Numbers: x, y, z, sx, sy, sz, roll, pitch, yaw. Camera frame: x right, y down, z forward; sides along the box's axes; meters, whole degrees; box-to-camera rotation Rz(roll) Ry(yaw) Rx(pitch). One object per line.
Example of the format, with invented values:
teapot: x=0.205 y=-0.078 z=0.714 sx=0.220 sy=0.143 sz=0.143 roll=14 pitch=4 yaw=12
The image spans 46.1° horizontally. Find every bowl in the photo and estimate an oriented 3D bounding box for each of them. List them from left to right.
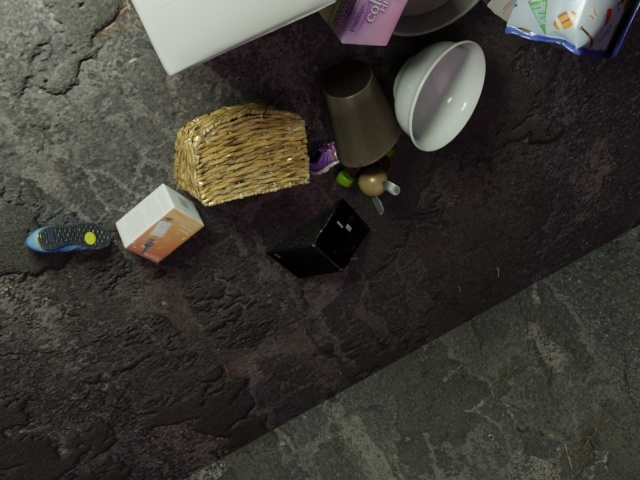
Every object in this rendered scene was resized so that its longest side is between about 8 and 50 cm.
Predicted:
bowl: x=0.283 y=-0.389 z=1.934 sx=0.298 sy=0.134 sz=0.298 roll=-32 pitch=140 yaw=-32

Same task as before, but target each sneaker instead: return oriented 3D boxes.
sneaker: x=-0.624 y=-0.004 z=1.860 sx=0.082 sy=0.069 sz=0.209 roll=-14 pitch=173 yaw=42
sneaker: x=0.031 y=-0.243 z=2.037 sx=0.170 sy=0.068 sz=0.071 roll=-36 pitch=141 yaw=10

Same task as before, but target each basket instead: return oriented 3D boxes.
basket: x=-0.204 y=-0.229 z=1.845 sx=0.299 sy=0.223 sz=0.213 roll=-15 pitch=111 yaw=-22
basket: x=0.096 y=-0.330 z=1.896 sx=0.204 sy=0.154 sz=0.227 roll=-48 pitch=145 yaw=-15

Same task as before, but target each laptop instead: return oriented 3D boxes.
laptop: x=0.000 y=0.000 z=2.387 sx=0.264 sy=0.136 sz=0.234 roll=-57 pitch=147 yaw=-6

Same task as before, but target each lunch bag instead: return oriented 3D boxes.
lunch bag: x=0.653 y=-0.616 z=1.802 sx=0.385 sy=0.239 sz=0.328 roll=-15 pitch=129 yaw=-55

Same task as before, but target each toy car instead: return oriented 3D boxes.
toy car: x=0.159 y=-0.172 z=2.116 sx=0.149 sy=0.188 sz=0.155 roll=1 pitch=137 yaw=-38

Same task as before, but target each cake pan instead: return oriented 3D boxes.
cake pan: x=0.252 y=-0.584 z=1.708 sx=0.293 sy=0.054 sz=0.293 roll=-17 pitch=157 yaw=-8

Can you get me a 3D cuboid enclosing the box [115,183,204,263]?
box: x=-0.413 y=-0.041 z=1.936 sx=0.170 sy=0.091 sz=0.130 roll=-38 pitch=147 yaw=12

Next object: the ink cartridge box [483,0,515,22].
ink cartridge box: x=0.490 y=-0.613 z=1.893 sx=0.198 sy=0.067 sz=0.115 roll=12 pitch=128 yaw=-48

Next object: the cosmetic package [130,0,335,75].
cosmetic package: x=-0.209 y=-0.553 z=1.186 sx=0.327 sy=0.329 sz=0.394 roll=-27 pitch=148 yaw=-5

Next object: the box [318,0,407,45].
box: x=0.073 y=-0.548 z=1.494 sx=0.117 sy=0.243 sz=0.213 roll=-6 pitch=139 yaw=-32
